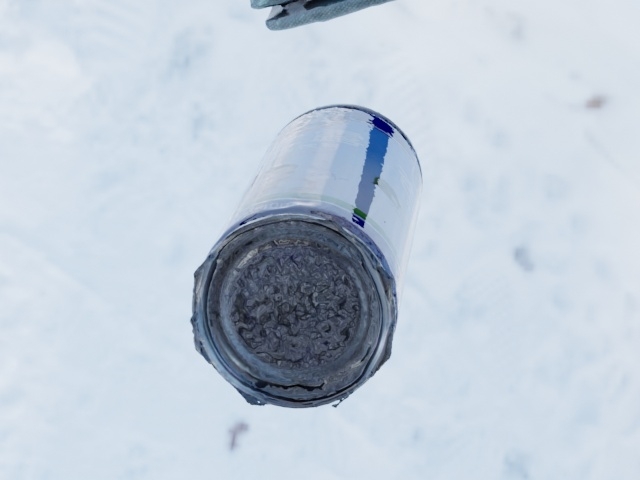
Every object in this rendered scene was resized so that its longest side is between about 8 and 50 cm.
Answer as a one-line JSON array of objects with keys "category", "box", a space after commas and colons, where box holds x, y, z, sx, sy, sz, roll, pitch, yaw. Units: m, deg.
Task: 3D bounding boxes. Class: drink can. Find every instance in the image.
[{"category": "drink can", "box": [0.000, 0.000, 0.884, 0.235, 0.097, 0.097, -66, 152, -73]}]

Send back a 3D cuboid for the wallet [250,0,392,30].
[{"category": "wallet", "box": [0.124, -0.278, 1.443, 0.075, 0.342, 0.237, 61, 27, -29]}]
